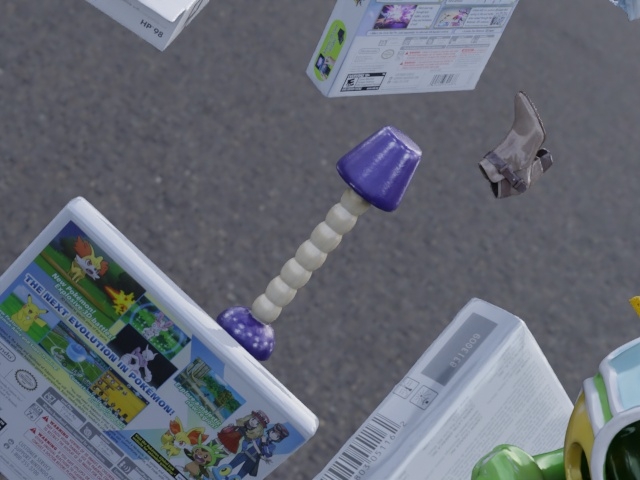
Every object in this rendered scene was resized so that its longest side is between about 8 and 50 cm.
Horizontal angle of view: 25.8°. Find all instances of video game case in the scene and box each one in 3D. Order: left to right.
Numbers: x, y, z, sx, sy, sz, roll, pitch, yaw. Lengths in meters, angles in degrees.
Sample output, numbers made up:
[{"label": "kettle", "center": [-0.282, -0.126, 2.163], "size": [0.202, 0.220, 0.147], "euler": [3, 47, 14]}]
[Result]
[{"label": "video game case", "center": [-0.216, 0.164, 1.421], "size": [0.329, 0.300, 0.036], "euler": [44, 25, -6]}, {"label": "video game case", "center": [0.140, -0.304, 1.829], "size": [0.270, 0.244, 0.061], "euler": [-8, 48, -38]}]

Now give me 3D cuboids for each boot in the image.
[{"label": "boot", "center": [0.230, -0.110, 1.695], "size": [0.118, 0.087, 0.042], "euler": [65, -9, -19]}]

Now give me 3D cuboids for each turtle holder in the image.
[{"label": "turtle holder", "center": [0.308, 0.181, 1.235], "size": [0.320, 0.243, 0.227], "euler": [19, 10, 29]}]

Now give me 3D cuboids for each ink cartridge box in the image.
[{"label": "ink cartridge box", "center": [-0.179, -0.268, 1.473], "size": [0.104, 0.060, 0.180], "euler": [34, 34, -4]}, {"label": "ink cartridge box", "center": [0.182, 0.300, 1.656], "size": [0.091, 0.308, 0.385], "euler": [25, -23, 45]}]

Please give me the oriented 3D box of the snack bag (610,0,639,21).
[{"label": "snack bag", "center": [0.402, -0.340, 1.169], "size": [0.323, 0.343, 0.037], "euler": [65, 3, -59]}]

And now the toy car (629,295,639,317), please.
[{"label": "toy car", "center": [0.281, 0.064, 0.983], "size": [0.040, 0.060, 0.122], "euler": [16, 25, -49]}]

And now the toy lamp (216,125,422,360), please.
[{"label": "toy lamp", "center": [0.000, 0.000, 1.430], "size": [0.080, 0.274, 0.080], "euler": [37, 15, -11]}]
